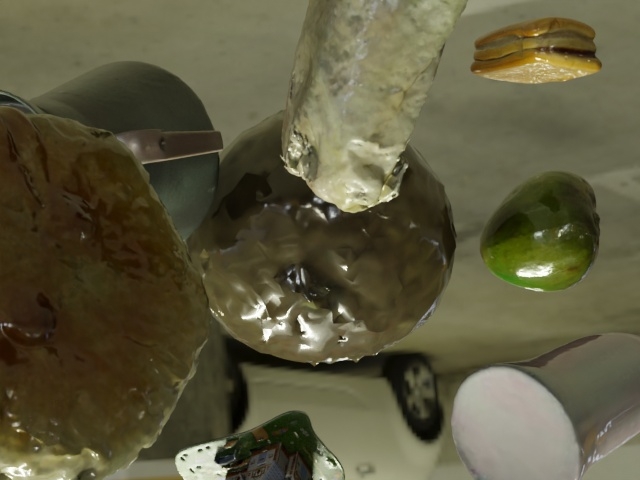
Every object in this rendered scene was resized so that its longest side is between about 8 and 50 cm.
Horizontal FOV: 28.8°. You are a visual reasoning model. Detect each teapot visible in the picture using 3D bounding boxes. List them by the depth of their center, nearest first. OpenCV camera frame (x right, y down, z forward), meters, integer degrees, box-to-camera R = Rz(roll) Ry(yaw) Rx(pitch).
[{"bbox_3d":[-0.271,-0.090,1.489,0.300,0.253,0.344,-11,-176,24],"label":"teapot"}]

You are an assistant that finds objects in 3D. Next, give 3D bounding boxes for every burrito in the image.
[{"bbox_3d":[0.048,-0.188,1.021,0.107,0.175,0.347,1,122,-37],"label":"burrito"}]

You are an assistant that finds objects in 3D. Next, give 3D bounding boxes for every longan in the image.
[{"bbox_3d":[0.000,0.000,1.794,0.391,0.391,0.391,-5,168,-1],"label":"longan"}]

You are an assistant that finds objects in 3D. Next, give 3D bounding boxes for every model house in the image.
[{"bbox_3d":[-0.069,0.260,1.267,0.167,0.117,0.088,-20,-153,20],"label":"model house"}]

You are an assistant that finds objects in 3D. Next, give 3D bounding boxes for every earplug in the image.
[{"bbox_3d":[0.315,0.189,1.479,0.301,0.172,0.172,-17,179,-44],"label":"earplug"}]

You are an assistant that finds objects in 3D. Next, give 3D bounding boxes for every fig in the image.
[{"bbox_3d":[0.335,-0.009,1.895,0.191,0.181,0.181,-20,164,17],"label":"fig"}]

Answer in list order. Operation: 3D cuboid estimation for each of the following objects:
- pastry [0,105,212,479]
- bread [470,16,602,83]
[{"bbox_3d":[-0.232,0.046,0.928,0.330,0.329,0.136,5,152,-40],"label":"pastry"},{"bbox_3d":[0.291,-0.256,1.697,0.116,0.077,0.200,-1,-179,-20],"label":"bread"}]
